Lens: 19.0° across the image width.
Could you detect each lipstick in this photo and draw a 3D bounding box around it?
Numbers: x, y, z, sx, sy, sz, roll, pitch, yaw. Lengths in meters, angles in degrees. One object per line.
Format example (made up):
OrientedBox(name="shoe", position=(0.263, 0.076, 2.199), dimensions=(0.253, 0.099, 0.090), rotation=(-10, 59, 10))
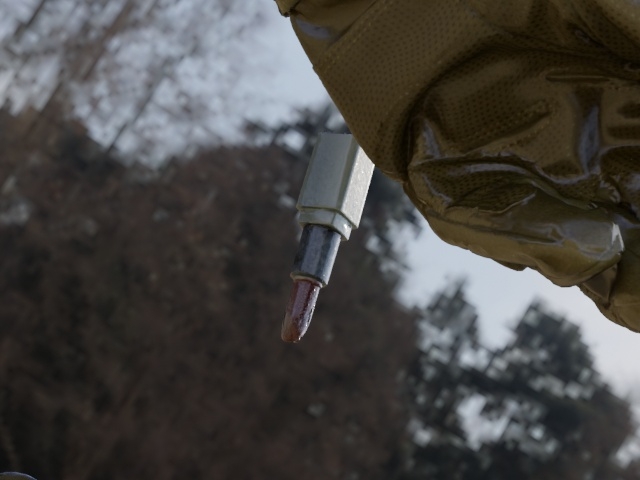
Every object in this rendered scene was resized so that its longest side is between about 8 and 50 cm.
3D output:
OrientedBox(name="lipstick", position=(0.000, 0.000, 0.924), dimensions=(0.025, 0.107, 0.025), rotation=(4, -22, 30))

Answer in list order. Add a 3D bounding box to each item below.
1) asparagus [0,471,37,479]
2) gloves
OrientedBox(name="asparagus", position=(-0.135, 0.189, 0.879), dimensions=(0.082, 0.085, 0.343), rotation=(32, -23, 10))
OrientedBox(name="gloves", position=(0.100, -0.065, 0.841), dimensions=(0.331, 0.154, 0.141), rotation=(47, -18, 13))
